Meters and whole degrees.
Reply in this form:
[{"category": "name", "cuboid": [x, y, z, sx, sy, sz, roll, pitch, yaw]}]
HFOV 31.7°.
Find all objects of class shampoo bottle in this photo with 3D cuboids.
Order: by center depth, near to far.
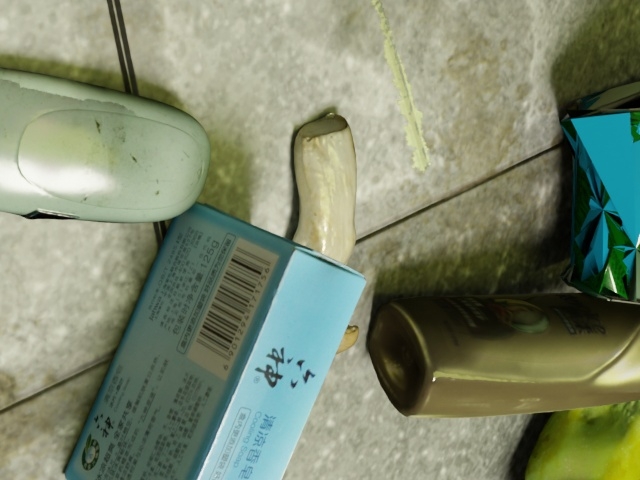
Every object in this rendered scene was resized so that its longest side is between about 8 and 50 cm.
[{"category": "shampoo bottle", "cuboid": [0.220, 0.099, 1.036, 0.350, 0.126, 0.084, 0, 127, -25]}]

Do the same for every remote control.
[{"category": "remote control", "cuboid": [-0.176, -0.059, 0.739, 0.256, 0.045, 0.097, 3, 101, -39]}]

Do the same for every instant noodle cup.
[{"category": "instant noodle cup", "cuboid": [0.339, -0.057, 1.071, 0.240, 0.240, 0.178, -20, 108, -34]}]

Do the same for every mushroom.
[{"category": "mushroom", "cuboid": [0.003, -0.001, 0.911, 0.059, 0.054, 0.202, -4, 104, -38]}]

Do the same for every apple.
[{"category": "apple", "cuboid": [0.326, 0.249, 1.149, 0.246, 0.246, 0.226, -5, 94, -39]}]

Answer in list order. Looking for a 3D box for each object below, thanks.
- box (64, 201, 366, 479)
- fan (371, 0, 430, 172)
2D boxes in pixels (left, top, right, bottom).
[{"category": "box", "cuboid": [-0.079, 0.100, 0.812, 0.083, 0.142, 0.232, 22, 91, -43]}, {"category": "fan", "cuboid": [0.029, -0.205, 0.807, 0.190, 0.009, 0.329, -21, 103, -8]}]
